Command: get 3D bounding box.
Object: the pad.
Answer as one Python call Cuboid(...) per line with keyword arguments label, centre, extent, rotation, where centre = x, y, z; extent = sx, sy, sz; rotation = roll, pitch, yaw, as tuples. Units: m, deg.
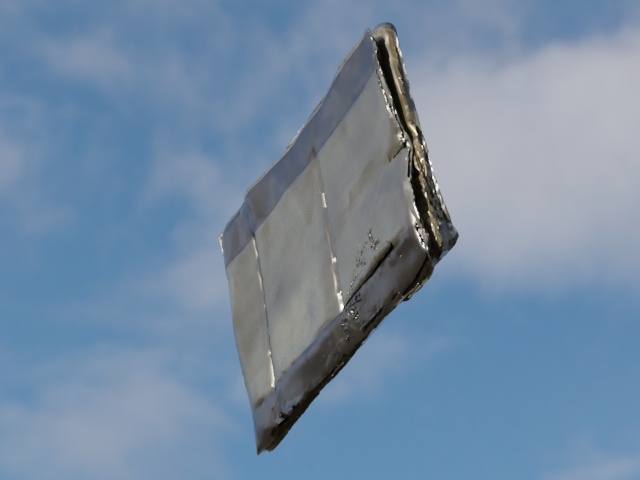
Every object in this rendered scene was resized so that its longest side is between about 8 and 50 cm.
Cuboid(label="pad", centre=(-0.001, 0.000, 1.121), extent=(0.022, 0.174, 0.233), rotation=(8, -37, -29))
